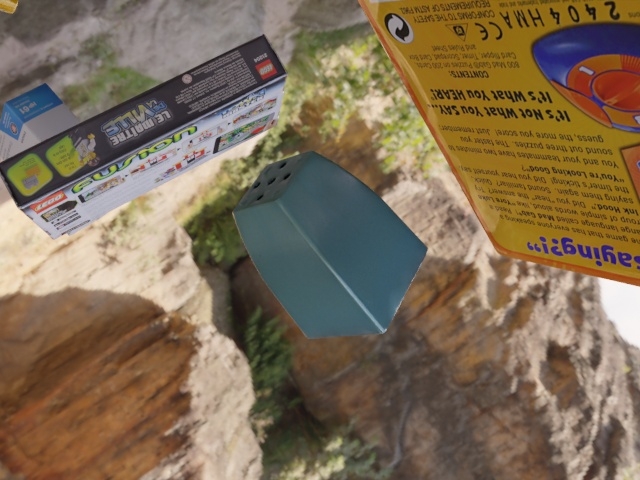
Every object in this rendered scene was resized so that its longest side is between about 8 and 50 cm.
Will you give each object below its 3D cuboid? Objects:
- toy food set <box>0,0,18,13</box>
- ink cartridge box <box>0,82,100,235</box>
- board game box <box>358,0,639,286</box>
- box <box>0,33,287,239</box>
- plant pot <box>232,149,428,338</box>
[{"bbox_3d":[-0.547,-0.450,1.245,0.104,0.232,0.111,8,125,-37],"label":"toy food set"},{"bbox_3d":[-0.260,-0.078,0.781,0.052,0.122,0.088,-42,178,-39],"label":"ink cartridge box"},{"bbox_3d":[0.290,-0.202,0.553,0.356,0.356,0.356,-48,-146,-20],"label":"board game box"},{"bbox_3d":[-0.125,-0.073,0.590,0.206,0.036,0.114,-29,174,-12],"label":"box"},{"bbox_3d":[0.000,0.000,1.123,0.165,0.234,0.166,-12,-142,47],"label":"plant pot"}]
